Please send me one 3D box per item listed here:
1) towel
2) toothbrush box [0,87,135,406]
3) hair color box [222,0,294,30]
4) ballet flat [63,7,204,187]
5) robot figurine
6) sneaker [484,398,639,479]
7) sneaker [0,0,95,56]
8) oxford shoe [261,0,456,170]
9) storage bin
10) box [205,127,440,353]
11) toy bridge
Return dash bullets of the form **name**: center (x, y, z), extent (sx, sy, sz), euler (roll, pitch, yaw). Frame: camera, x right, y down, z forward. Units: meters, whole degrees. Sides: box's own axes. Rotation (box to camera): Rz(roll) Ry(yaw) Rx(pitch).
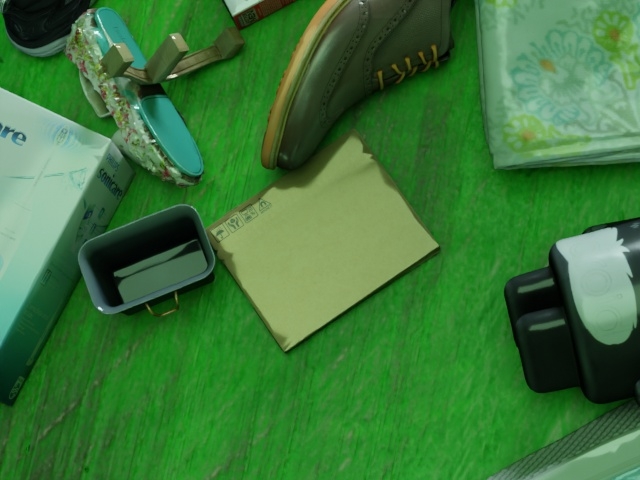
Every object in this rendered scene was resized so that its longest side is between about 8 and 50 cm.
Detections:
- **towel**: center (0.318, -0.262, 1.790), extent (0.320, 0.090, 0.375), euler (-4, 92, 2)
- **toothbrush box**: center (-0.365, -0.007, 1.842), extent (0.216, 0.126, 0.296), euler (26, 80, 12)
- **hair color box**: center (-0.040, -0.314, 1.912), extent (0.167, 0.053, 0.093), euler (-27, 76, -1)
- **ballet flat**: center (-0.205, -0.144, 1.888), extent (0.077, 0.091, 0.241), euler (-39, 69, 28)
- **robot figurine**: center (0.328, 0.066, 1.721), extent (0.278, 0.173, 0.209), euler (-14, 79, 3)
- **sneaker**: center (0.316, 0.248, 1.716), extent (0.366, 0.135, 0.150), euler (-25, 96, 1)
- **sneaker**: center (-0.275, -0.339, 1.893), extent (0.101, 0.153, 0.269), euler (23, 81, 11)
- **oxford shoe**: center (0.066, -0.211, 1.840), extent (0.132, 0.130, 0.364), euler (33, 83, 7)
- **storage bin**: center (-0.171, 0.034, 1.826), extent (0.135, 0.091, 0.098), euler (-22, 75, 2)
- **box**: center (0.000, 0.000, 1.850), extent (0.201, 0.021, 0.164), euler (-34, 75, -2)
- **toy bridge**: center (-0.165, -0.192, 1.852), extent (0.063, 0.188, 0.026), euler (-44, 72, 40)
